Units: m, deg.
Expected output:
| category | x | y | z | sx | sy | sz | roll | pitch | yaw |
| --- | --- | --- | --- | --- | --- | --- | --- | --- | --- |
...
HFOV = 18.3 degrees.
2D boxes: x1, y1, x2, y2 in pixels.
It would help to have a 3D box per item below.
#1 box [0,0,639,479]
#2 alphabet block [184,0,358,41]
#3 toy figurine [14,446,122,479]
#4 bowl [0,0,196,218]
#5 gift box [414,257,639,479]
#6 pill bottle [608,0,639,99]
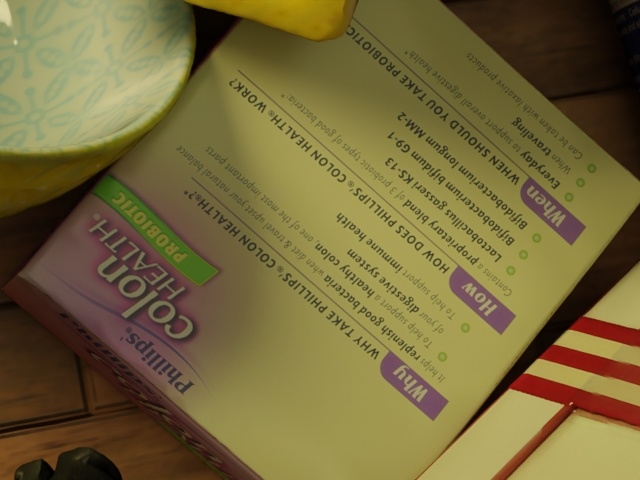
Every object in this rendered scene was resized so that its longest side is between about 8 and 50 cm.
| category | x | y | z | sx | sy | sz | roll | pitch | yaw |
| --- | --- | --- | --- | --- | --- | --- | --- | --- | --- |
| box | 0.000 | 0.000 | 1.009 | 0.213 | 0.117 | 0.243 | 41 | 76 | -7 |
| alphabet block | -0.040 | -0.238 | 0.892 | 0.193 | 0.192 | 0.197 | 16 | 41 | 2 |
| toy figurine | -0.078 | 0.219 | 0.910 | 0.209 | 0.213 | 0.148 | 18 | 43 | -11 |
| bowl | -0.220 | -0.103 | 0.927 | 0.289 | 0.156 | 0.289 | 25 | 39 | -22 |
| gift box | 0.209 | 0.176 | 0.958 | 0.255 | 0.258 | 0.276 | -37 | 119 | -26 |
| pill bottle | 0.227 | -0.149 | 1.058 | 0.153 | 0.153 | 0.265 | -17 | 89 | -14 |
